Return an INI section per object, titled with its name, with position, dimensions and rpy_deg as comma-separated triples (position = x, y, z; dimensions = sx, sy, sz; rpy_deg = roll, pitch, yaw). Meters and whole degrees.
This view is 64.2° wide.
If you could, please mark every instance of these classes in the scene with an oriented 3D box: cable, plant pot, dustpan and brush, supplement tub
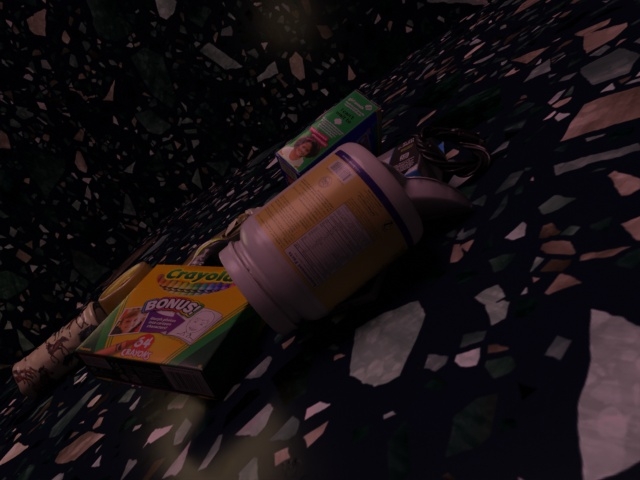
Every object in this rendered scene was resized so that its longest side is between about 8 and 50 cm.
[cable]
position = 0.291, -0.203, 1.157
dimensions = 0.047, 0.185, 0.150
rpy_deg = 102, -174, -51
[plant pot]
position = -0.489, 0.200, 1.470
dimensions = 0.254, 0.239, 0.254
rpy_deg = -32, 19, 13
[dustpan and brush]
position = 0.181, -0.101, 1.008
dimensions = 0.147, 0.211, 0.060
rpy_deg = -13, 67, 51
[supplement tub]
position = 0.000, 0.000, 0.974
dimensions = 0.331, 0.241, 0.241
rpy_deg = -38, 19, -1

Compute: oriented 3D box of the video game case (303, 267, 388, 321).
[video game case]
position = 0.066, 0.079, 1.084
dimensions = 0.183, 0.023, 0.201
rpy_deg = -24, 22, 36

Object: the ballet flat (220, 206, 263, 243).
[ballet flat]
position = -0.279, -0.068, 1.946
dimensions = 0.248, 0.086, 0.086
rpy_deg = -41, 19, -7

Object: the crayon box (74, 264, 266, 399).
[crayon box]
position = -0.322, 0.193, 1.198
dimensions = 0.363, 0.106, 0.313
rpy_deg = 1, 38, 26

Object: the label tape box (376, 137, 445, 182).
[label tape box]
position = 0.177, -0.157, 1.291
dimensions = 0.249, 0.115, 0.347
rpy_deg = -27, 23, 29

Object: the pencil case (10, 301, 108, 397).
[pencil case]
position = -0.985, 0.415, 1.983
dimensions = 0.410, 0.160, 0.183
rpy_deg = -40, 34, -4

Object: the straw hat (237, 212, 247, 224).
[straw hat]
position = -0.299, -0.080, 2.045
dimensions = 0.145, 0.061, 0.144
rpy_deg = -33, 20, 13

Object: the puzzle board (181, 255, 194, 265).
[puzzle board]
position = -0.560, 0.098, 2.181
dimensions = 0.128, 0.011, 0.096
rpy_deg = -16, 27, 46

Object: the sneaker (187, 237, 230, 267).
[sneaker]
position = -0.420, 0.115, 1.779
dimensions = 0.300, 0.111, 0.121
rpy_deg = -45, 29, -3

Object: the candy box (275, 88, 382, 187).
[candy box]
position = 0.040, -0.260, 1.560
dimensions = 0.317, 0.122, 0.268
rpy_deg = -42, -23, -11
